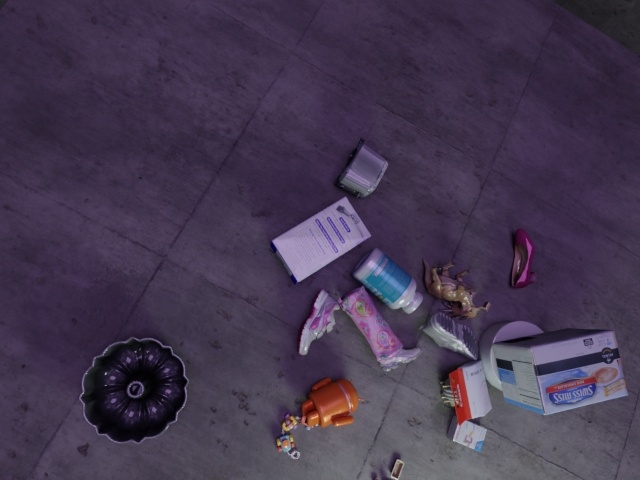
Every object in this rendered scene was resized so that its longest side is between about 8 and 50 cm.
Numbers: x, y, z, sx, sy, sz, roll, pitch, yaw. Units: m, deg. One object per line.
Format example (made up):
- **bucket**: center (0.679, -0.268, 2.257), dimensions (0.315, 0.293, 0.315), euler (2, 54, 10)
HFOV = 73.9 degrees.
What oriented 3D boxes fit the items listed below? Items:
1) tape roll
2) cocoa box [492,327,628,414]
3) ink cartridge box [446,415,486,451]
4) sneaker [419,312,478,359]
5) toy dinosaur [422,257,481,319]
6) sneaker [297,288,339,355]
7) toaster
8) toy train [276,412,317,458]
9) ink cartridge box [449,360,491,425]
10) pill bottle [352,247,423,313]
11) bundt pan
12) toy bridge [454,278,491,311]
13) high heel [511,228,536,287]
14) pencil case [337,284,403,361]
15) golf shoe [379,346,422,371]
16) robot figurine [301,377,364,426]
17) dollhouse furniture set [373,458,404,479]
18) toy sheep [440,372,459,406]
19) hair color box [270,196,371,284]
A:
- **tape roll**: center (0.777, 0.464, 1.693), dimensions (0.286, 0.100, 0.286), euler (2, 79, -11)
- **cocoa box**: center (0.856, 0.461, 1.538), dimensions (0.347, 0.231, 0.228), euler (-7, 82, -12)
- **ink cartridge box**: center (0.558, 0.736, 1.624), dimensions (0.122, 0.052, 0.088), euler (24, 76, -5)
- **sneaker**: center (0.508, 0.377, 1.666), dimensions (0.281, 0.115, 0.105), euler (39, 46, -18)
- **toy dinosaur**: center (0.498, 0.200, 1.684), dimensions (0.296, 0.200, 0.127), euler (33, 39, 21)
- **sneaker**: center (-0.004, 0.310, 1.566), dimensions (0.111, 0.103, 0.252), euler (27, 76, -4)
- **toaster**: center (0.169, -0.281, 1.699), dimensions (0.146, 0.129, 0.227), euler (32, 73, -8)
- **toy train**: center (-0.085, 0.685, 1.510), dimensions (0.125, 0.046, 0.166), euler (27, 75, -5)
- **ink cartridge box**: center (0.564, 0.565, 1.589), dimensions (0.066, 0.232, 0.189), euler (-14, 80, 32)
- **pill bottle**: center (0.262, 0.160, 1.623), dimensions (0.264, 0.146, 0.146), euler (40, 75, -1)
- **bundt pan**: center (-0.600, 0.482, 1.405), dimensions (0.331, 0.124, 0.331), euler (2, 80, -11)
- **toy bridge**: center (0.612, 0.235, 1.741), dimensions (0.188, 0.026, 0.063), euler (37, 78, -3)
- **high heel**: center (0.833, 0.076, 1.787), dimensions (0.117, 0.082, 0.244), euler (-11, 95, -23)
- **pencil case**: center (0.183, 0.307, 1.575), dimensions (0.124, 0.124, 0.284), euler (-32, 79, -15)
- **golf shoe**: center (0.303, 0.431, 1.625), dimensions (0.176, 0.069, 0.086), euler (-19, 78, -15)
- **robot figurine**: center (0.042, 0.576, 1.507), dimensions (0.219, 0.158, 0.128), euler (-19, 98, -22)
- **dollhouse furniture set**: center (0.258, 0.847, 1.529), dimensions (0.091, 0.081, 0.114), euler (28, 76, -5)
- **toy sheep**: center (0.507, 0.572, 1.628), dimensions (0.091, 0.091, 0.132), euler (-8, 100, -12)
- **hair color box**: center (0.000, 0.000, 1.622), dimensions (0.339, 0.110, 0.185), euler (-31, 86, -13)
